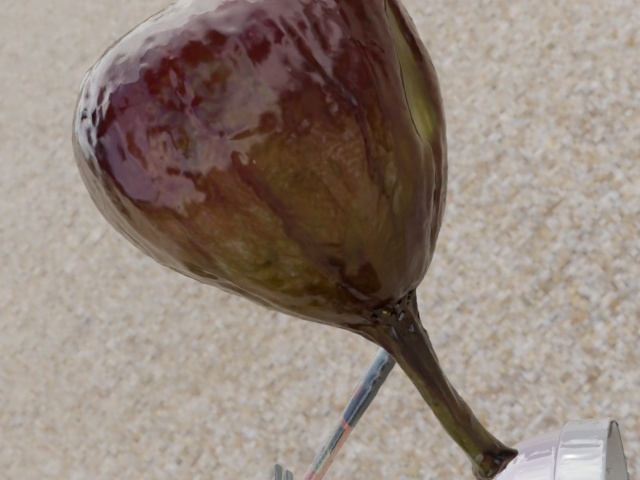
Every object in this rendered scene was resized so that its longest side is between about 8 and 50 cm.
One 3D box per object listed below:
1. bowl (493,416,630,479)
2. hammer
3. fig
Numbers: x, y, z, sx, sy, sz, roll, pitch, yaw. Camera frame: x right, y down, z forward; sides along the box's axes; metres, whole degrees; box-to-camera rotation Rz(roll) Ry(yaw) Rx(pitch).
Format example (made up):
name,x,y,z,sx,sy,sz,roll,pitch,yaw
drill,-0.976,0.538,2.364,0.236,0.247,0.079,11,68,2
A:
name,x,y,z,sx,sy,sz,roll,pitch,yaw
bowl,0.215,0.311,1.170,0.143,0.287,0.287,-4,43,19
hammer,0.035,0.212,1.485,0.288,0.033,0.111,-57,36,-2
fig,0.019,-0.026,0.636,0.191,0.290,0.190,-56,5,8
